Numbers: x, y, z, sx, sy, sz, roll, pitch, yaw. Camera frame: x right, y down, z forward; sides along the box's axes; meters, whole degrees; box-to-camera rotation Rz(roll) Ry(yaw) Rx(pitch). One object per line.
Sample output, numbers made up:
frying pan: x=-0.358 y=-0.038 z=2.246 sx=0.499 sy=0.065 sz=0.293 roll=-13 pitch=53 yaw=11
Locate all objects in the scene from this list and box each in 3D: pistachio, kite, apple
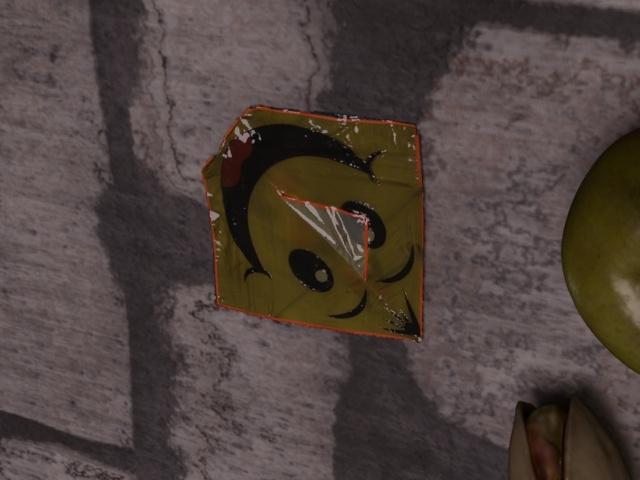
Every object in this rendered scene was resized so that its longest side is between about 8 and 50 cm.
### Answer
pistachio: x=0.266 y=0.272 z=1.172 sx=0.144 sy=0.144 sz=0.215 roll=-12 pitch=102 yaw=32
kite: x=0.001 y=-0.001 z=1.245 sx=0.327 sy=0.013 sz=0.377 roll=44 pitch=126 yaw=-1
apple: x=0.339 y=0.019 z=0.966 sx=0.260 sy=0.194 sz=0.261 roll=16 pitch=121 yaw=28
